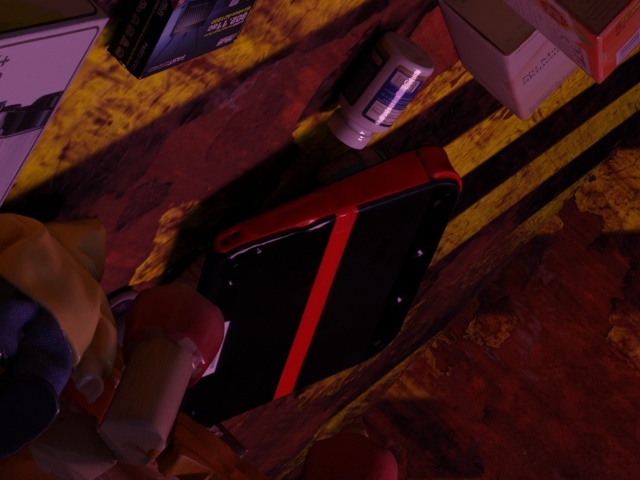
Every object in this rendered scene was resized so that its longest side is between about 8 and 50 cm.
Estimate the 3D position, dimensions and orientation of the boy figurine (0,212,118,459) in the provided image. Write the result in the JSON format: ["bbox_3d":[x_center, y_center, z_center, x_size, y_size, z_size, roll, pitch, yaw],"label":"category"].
[{"bbox_3d":[-0.233,0.047,1.244,0.092,0.177,0.285,-41,-164,18],"label":"boy figurine"}]

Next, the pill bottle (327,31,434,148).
[{"bbox_3d":[0.061,-0.157,1.685,0.120,0.067,0.067,-52,165,25],"label":"pill bottle"}]

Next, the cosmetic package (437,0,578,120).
[{"bbox_3d":[0.239,-0.259,1.825,0.160,0.113,0.309,-46,167,2],"label":"cosmetic package"}]

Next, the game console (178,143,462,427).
[{"bbox_3d":[-0.015,0.061,1.837,0.342,0.060,0.386,-19,149,-28],"label":"game console"}]

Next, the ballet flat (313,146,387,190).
[{"bbox_3d":[0.000,0.000,1.932,0.106,0.107,0.316,-22,150,-27],"label":"ballet flat"}]

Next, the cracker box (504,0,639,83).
[{"bbox_3d":[0.186,-0.255,1.419,0.067,0.232,0.156,-47,167,1],"label":"cracker box"}]

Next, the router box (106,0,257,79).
[{"bbox_3d":[-0.097,-0.181,1.213,0.122,0.038,0.092,-30,160,-48],"label":"router box"}]

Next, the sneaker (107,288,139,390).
[{"bbox_3d":[-0.231,0.127,1.582,0.223,0.098,0.083,-32,161,-44],"label":"sneaker"}]

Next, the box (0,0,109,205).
[{"bbox_3d":[-0.270,-0.048,0.984,0.290,0.087,0.169,-54,164,30],"label":"box"}]

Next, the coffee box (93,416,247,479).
[{"bbox_3d":[-0.226,0.283,1.963,0.098,0.141,0.246,-54,165,31],"label":"coffee box"}]

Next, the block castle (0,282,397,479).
[{"bbox_3d":[-0.184,0.257,1.435,0.453,0.303,0.213,-38,-160,31],"label":"block castle"}]

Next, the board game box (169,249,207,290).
[{"bbox_3d":[-0.152,0.096,1.832,0.147,0.045,0.193,-43,166,-8],"label":"board game box"}]
